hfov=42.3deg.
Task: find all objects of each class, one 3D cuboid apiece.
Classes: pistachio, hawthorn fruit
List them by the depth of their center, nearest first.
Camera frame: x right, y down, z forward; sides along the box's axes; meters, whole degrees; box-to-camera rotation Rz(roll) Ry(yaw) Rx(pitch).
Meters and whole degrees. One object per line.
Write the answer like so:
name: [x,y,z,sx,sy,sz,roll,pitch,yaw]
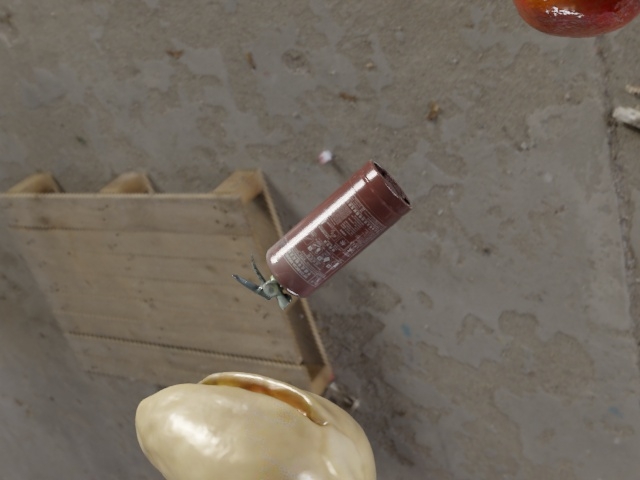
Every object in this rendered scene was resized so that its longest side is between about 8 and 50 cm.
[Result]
pistachio: [-0.072,0.248,0.938,0.299,0.187,0.188,10,129,37]
hawthorn fruit: [0.333,-0.337,0.994,0.225,0.196,0.197,33,145,52]

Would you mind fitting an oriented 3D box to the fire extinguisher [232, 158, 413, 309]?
fire extinguisher: [0.000,0.000,1.200,0.269,0.105,0.105,-41,96,14]
